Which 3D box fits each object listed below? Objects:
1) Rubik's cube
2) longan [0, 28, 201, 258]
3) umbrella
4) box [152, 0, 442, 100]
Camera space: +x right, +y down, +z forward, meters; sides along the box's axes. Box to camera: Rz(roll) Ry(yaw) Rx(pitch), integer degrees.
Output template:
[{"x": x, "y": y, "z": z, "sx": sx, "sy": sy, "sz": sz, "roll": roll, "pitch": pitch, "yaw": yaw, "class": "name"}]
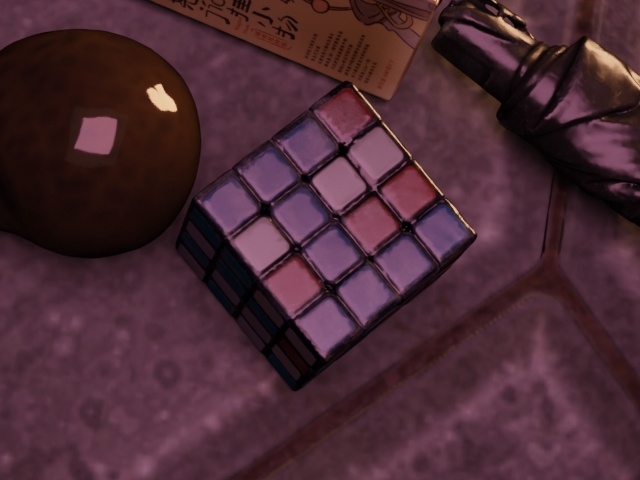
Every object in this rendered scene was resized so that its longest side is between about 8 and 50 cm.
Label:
[{"x": 0.000, "y": 0.000, "z": 0.865, "sx": 0.092, "sy": 0.092, "sz": 0.092, "roll": -38, "pitch": 86, "yaw": -15, "class": "Rubik's cube"}, {"x": -0.109, "y": -0.042, "z": 0.859, "sx": 0.113, "sy": 0.092, "sz": 0.113, "roll": 0, "pitch": 85, "yaw": -2, "class": "longan"}, {"x": 0.150, "y": -0.035, "z": 0.915, "sx": 0.235, "sy": 0.059, "sz": 0.066, "roll": 38, "pitch": 57, "yaw": 0, "class": "umbrella"}, {"x": -0.021, "y": -0.121, "z": 0.900, "sx": 0.149, "sy": 0.073, "sz": 0.020, "roll": 22, "pitch": 50, "yaw": -2, "class": "box"}]
